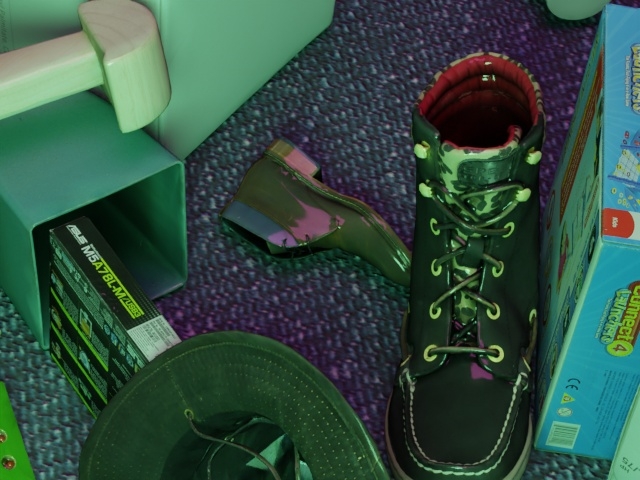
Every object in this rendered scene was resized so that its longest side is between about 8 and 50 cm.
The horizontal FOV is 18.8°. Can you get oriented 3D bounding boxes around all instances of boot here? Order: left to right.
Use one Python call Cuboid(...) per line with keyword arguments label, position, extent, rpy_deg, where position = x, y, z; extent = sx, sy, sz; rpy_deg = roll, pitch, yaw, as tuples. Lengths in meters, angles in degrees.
Cuboid(label="boot", position=(0.000, 0.000, 1.949), extent=(0.219, 0.082, 0.106), rpy_deg=(41, 78, 21))
Cuboid(label="boot", position=(0.135, 0.030, 1.741), extent=(0.138, 0.284, 0.377), rpy_deg=(6, 35, 11))

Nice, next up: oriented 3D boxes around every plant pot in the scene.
Cuboid(label="plant pot", position=(-0.263, -0.050, 1.894), extent=(0.165, 0.165, 0.234), rpy_deg=(-25, 49, -26))

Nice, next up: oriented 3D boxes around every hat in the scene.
Cuboid(label="hat", position=(-0.042, 0.220, 1.619), extent=(0.331, 0.331, 0.134), rpy_deg=(38, 28, 24))

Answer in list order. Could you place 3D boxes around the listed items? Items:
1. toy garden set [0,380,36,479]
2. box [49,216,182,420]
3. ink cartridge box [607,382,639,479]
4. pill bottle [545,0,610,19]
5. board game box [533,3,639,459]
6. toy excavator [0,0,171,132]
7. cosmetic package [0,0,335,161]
Cuboid(label="toy garden set", position=(-0.362, 0.235, 1.674), extent=(0.244, 0.049, 0.203), rpy_deg=(-4, 63, -38))
Cuboid(label="box", position=(-0.184, 0.104, 1.746), extent=(0.045, 0.184, 0.190), rpy_deg=(-25, 55, -24))
Cuboid(label="ink cartridge box", position=(0.428, 0.166, 1.752), extent=(0.270, 0.197, 0.198), rpy_deg=(-35, 60, -30))
Cuboid(label="pill bottle", position=(0.279, -0.345, 2.244), extent=(0.108, 0.108, 0.180), rpy_deg=(-4, 50, -10))
Cuboid(label="board game box", position=(0.273, -0.006, 1.813), extent=(0.086, 0.308, 0.302), rpy_deg=(9, 49, 0))
Cuboid(label="toy excavator", position=(-0.371, -0.064, 1.683), extent=(0.433, 0.222, 0.445), rpy_deg=(-4, 37, 9))
Cuboid(label="cosmetic package", position=(-0.224, -0.345, 2.040), extent=(0.394, 0.327, 0.329), rpy_deg=(30, 52, 19))
